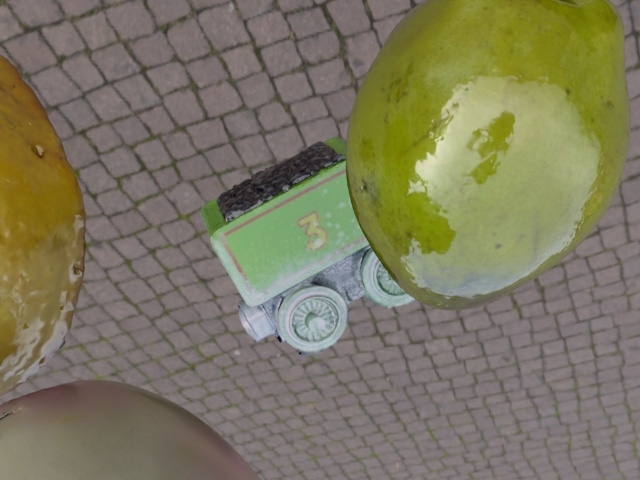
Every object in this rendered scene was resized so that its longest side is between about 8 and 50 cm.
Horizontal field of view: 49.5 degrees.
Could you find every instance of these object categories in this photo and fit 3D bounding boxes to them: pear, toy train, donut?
[{"bbox_3d":[0.122,-0.070,0.525,0.212,0.212,0.269,9,118,-11],"label":"pear"},{"bbox_3d":[0.000,0.000,0.974,0.307,0.173,0.249,-28,112,-4],"label":"toy train"},{"bbox_3d":[-0.294,-0.009,0.461,0.277,0.108,0.278,0,92,7],"label":"donut"}]

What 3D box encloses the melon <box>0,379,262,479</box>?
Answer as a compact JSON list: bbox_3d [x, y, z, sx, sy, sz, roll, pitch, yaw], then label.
[{"bbox_3d":[-0.110,0.235,0.412,0.223,0.317,0.223,-30,172,-4],"label":"melon"}]
